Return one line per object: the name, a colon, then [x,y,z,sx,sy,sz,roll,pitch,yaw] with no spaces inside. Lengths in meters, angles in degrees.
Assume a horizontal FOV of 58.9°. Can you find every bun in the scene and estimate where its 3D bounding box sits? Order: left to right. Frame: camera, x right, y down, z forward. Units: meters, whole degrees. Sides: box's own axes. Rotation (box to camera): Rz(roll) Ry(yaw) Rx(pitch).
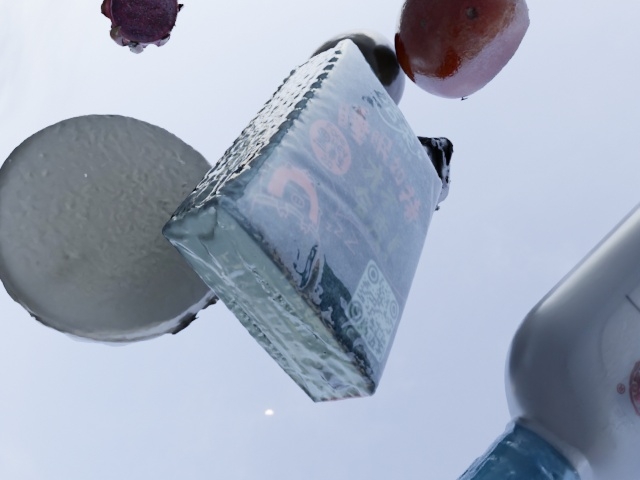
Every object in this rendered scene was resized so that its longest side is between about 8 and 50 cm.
bun: [-0.246,0.001,0.671,0.175,0.263,0.262,-29,-124,59]

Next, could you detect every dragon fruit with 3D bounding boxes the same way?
dragon fruit: [-0.277,-0.356,0.885,0.126,0.112,0.068,-67,-165,6]

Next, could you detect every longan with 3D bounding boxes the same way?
longan: [0.087,-0.419,1.515,0.297,0.297,0.297,-15,-113,38]

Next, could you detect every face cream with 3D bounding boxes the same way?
face cream: [0.220,0.099,0.423,0.337,0.163,0.080,-37,-174,-20]

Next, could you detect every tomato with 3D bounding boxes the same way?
tomato: [0.283,-0.492,1.303,0.339,0.144,0.338,18,-64,43]

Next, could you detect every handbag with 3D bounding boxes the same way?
handbag: [0.191,-0.137,1.244,0.182,0.254,0.181,2,-78,27]

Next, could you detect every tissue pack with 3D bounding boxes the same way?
tissue pack: [0.015,-0.034,0.566,0.103,0.227,0.315,-17,-149,35]
